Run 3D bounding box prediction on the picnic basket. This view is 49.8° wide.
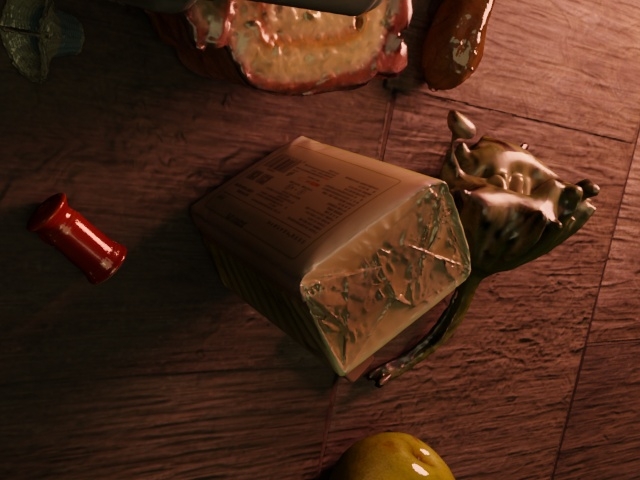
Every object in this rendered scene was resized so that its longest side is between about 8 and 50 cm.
[{"bbox_3d":[-0.237,-0.170,0.558,0.083,0.065,0.083,-17,124,-52],"label":"picnic basket"}]

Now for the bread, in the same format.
[{"bbox_3d":[-0.047,-0.227,0.625,0.244,0.123,0.190,-15,110,-29],"label":"bread"}]

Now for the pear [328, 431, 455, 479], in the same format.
[{"bbox_3d":[0.076,0.349,0.868,0.180,0.166,0.216,10,121,-48],"label":"pear"}]

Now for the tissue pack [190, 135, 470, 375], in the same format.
[{"bbox_3d":[0.000,0.000,0.655,0.159,0.234,0.125,-35,122,-19],"label":"tissue pack"}]

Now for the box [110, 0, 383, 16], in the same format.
[{"bbox_3d":[-0.029,-0.297,0.442,0.182,0.175,0.312,-1,110,-37],"label":"box"}]

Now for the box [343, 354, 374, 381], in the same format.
[{"bbox_3d":[0.019,0.123,0.832,0.048,0.025,0.115,-46,124,-7],"label":"box"}]

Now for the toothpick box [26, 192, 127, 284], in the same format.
[{"bbox_3d":[-0.221,-0.003,0.624,0.047,0.047,0.083,-49,123,-12],"label":"toothpick box"}]

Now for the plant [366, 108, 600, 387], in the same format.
[{"bbox_3d":[0.185,0.010,0.889,0.251,0.180,0.333,-4,139,-39],"label":"plant"}]

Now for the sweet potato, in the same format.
[{"bbox_3d":[0.166,-0.285,0.788,0.081,0.062,0.233,3,100,-32],"label":"sweet potato"}]
